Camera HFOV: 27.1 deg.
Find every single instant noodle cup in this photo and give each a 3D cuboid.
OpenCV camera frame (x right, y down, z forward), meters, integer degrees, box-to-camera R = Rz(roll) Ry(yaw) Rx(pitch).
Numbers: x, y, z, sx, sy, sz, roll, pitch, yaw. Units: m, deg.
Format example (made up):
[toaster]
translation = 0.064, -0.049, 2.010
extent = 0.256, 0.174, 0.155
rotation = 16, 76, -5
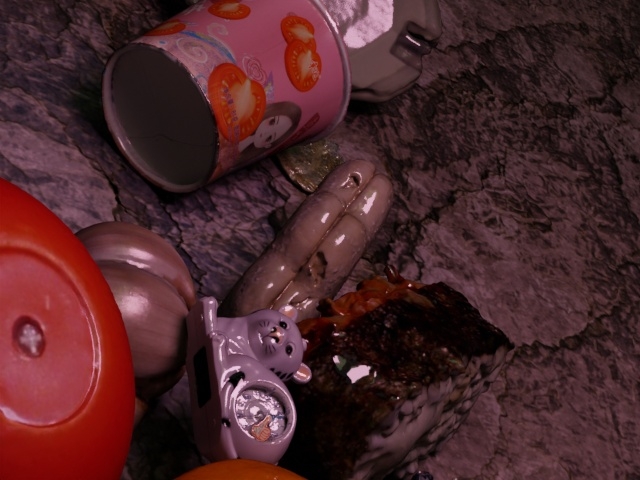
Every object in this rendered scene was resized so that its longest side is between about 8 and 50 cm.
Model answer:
[instant noodle cup]
translation = -0.125, -0.189, 1.629
extent = 0.243, 0.243, 0.231
rotation = 45, 46, 11

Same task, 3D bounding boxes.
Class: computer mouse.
[computer mouse]
translation = -0.034, -0.360, 1.878
extent = 0.429, 0.228, 0.145
rotation = 30, -3, -7

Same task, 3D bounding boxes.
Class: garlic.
[garlic]
translation = -0.211, 0.089, 1.326
extent = 0.191, 0.160, 0.214
rotation = 16, 39, -16

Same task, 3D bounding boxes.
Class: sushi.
[sushi]
translation = 0.055, 0.160, 1.451
extent = 0.182, 0.196, 0.343
rotation = 33, 29, 26

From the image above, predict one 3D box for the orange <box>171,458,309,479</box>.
[orange]
translation = -0.060, 0.325, 1.147
extent = 0.284, 0.226, 0.283
rotation = 25, 36, -20

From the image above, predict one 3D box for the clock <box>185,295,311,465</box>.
[clock]
translation = -0.060, 0.141, 1.282
extent = 0.117, 0.080, 0.176
rotation = 4, 62, -25

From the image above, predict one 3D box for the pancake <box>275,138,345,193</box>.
[pancake]
translation = -0.010, -0.107, 1.785
extent = 0.116, 0.022, 0.129
rotation = -7, 56, -38

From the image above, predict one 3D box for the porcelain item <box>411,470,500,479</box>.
[porcelain item]
translation = 0.167, 0.302, 1.499
extent = 0.136, 0.021, 0.075
rotation = 12, 44, -28

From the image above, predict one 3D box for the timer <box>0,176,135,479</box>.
[timer]
translation = -0.325, 0.115, 1.072
extent = 0.378, 0.279, 0.377
rotation = 33, 45, -40

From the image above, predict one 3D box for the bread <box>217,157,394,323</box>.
[bread]
translation = 0.003, 0.005, 1.559
extent = 0.102, 0.183, 0.337
rotation = 39, 41, 0
